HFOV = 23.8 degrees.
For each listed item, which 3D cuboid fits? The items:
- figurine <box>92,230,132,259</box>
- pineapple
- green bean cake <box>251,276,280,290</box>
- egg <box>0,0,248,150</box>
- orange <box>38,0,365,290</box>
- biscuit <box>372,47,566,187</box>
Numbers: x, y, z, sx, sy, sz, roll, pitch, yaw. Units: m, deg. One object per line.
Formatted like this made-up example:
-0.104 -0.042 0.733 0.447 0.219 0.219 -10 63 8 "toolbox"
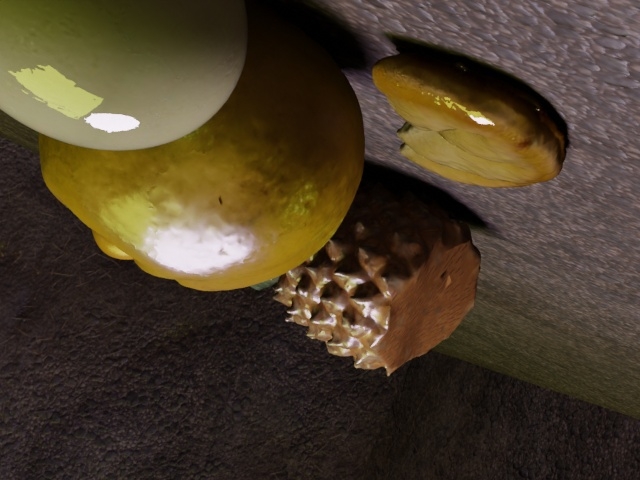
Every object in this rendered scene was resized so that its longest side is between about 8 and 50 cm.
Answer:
-0.190 -0.095 1.506 0.167 0.192 0.257 9 129 1 "figurine"
0.000 -0.002 1.803 0.357 0.223 0.223 30 178 33 "pineapple"
-0.050 -0.048 1.607 0.094 0.185 0.183 29 173 -3 "green bean cake"
-0.164 -0.164 1.033 0.241 0.186 0.186 29 174 -1 "egg"
-0.101 -0.083 1.258 0.279 0.235 0.279 29 170 6 "orange"
0.127 -0.086 1.253 0.154 0.045 0.299 22 174 11 "biscuit"
